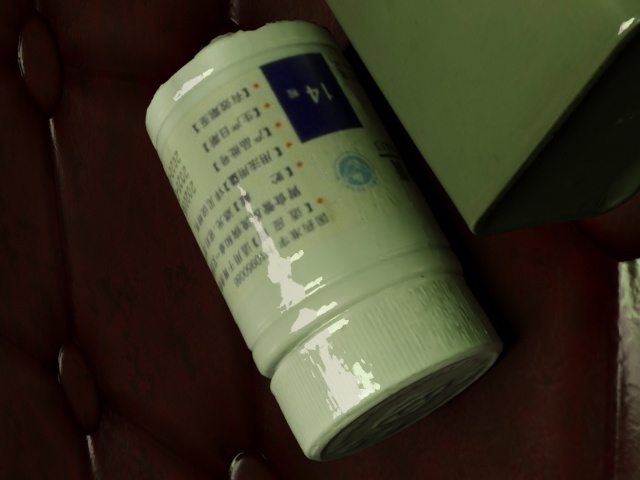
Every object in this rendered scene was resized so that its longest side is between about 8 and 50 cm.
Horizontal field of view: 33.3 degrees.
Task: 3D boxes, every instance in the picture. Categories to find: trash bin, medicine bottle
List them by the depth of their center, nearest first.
[{"bbox_3d":[0.084,-0.142,0.507,0.240,0.122,0.164,65,145,25],"label":"trash bin"},{"bbox_3d":[0.000,0.000,0.904,0.332,0.190,0.190,63,143,17],"label":"medicine bottle"}]
